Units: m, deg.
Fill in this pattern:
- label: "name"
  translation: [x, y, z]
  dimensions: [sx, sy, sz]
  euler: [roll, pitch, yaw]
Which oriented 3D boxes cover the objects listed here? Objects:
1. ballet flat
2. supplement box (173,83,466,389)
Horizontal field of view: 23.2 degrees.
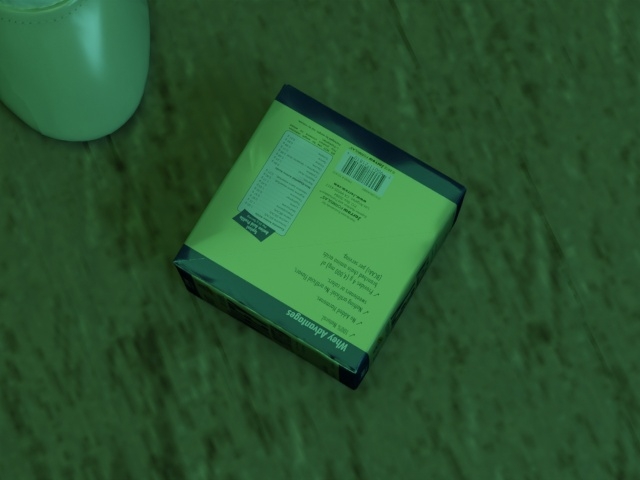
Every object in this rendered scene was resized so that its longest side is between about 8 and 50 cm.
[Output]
- label: "ballet flat"
  translation: [-0.132, -0.162, 0.637]
  dimensions: [0.086, 0.086, 0.248]
  euler: [-17, 78, -3]
- label: "supplement box"
  translation: [0.000, 0.000, 0.612]
  dimensions: [0.083, 0.056, 0.083]
  euler: [31, 80, 7]
